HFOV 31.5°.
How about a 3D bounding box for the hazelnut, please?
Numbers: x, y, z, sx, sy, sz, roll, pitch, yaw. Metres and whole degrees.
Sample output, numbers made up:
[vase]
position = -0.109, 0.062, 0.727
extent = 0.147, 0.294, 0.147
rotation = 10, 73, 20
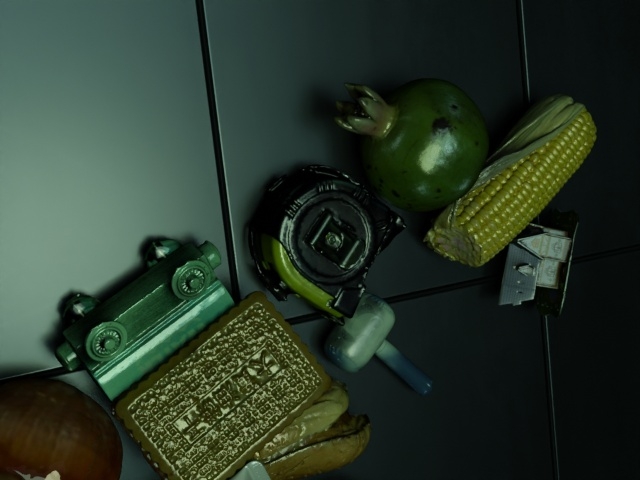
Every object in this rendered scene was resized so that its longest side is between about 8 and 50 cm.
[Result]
[hazelnut]
position = -0.345, 0.267, 1.396
extent = 0.214, 0.176, 0.214
rotation = 17, 64, -39

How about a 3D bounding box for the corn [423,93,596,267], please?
[corn]
position = 0.279, -0.088, 1.660
extent = 0.305, 0.123, 0.122
rotation = -45, 108, -15

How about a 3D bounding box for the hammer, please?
[hammer]
position = 0.097, 0.168, 1.643
extent = 0.194, 0.069, 0.116
rotation = 42, 78, -28

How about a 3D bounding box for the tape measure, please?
[tape measure]
position = 0.000, 0.000, 1.553
extent = 0.186, 0.112, 0.199
rotation = 32, 82, -22

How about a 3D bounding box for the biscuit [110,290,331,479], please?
[biscuit]
position = -0.125, 0.201, 1.466
extent = 0.254, 0.029, 0.172
rotation = -39, 95, -15

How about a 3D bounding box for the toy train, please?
[toy train]
position = -0.221, 0.109, 1.481
extent = 0.248, 0.101, 0.159
rotation = -36, 125, -16

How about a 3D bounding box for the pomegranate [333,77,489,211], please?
[pomegranate]
position = 0.118, -0.142, 1.547
extent = 0.225, 0.187, 0.187
rotation = 28, 85, -29

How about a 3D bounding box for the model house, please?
[model house]
position = 0.318, 0.028, 1.711
extent = 0.088, 0.117, 0.167
rotation = 10, 94, -9

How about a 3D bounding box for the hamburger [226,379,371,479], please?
[hamburger]
position = -0.046, 0.280, 1.555
extent = 0.262, 0.131, 0.124
rotation = -16, 103, -17

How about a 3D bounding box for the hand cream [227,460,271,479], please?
[hand cream]
position = -0.193, 0.448, 1.478
extent = 0.359, 0.118, 0.185
rotation = -29, 104, -6
